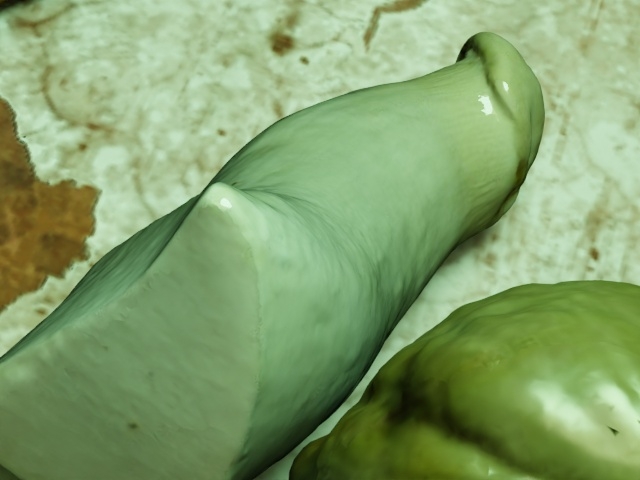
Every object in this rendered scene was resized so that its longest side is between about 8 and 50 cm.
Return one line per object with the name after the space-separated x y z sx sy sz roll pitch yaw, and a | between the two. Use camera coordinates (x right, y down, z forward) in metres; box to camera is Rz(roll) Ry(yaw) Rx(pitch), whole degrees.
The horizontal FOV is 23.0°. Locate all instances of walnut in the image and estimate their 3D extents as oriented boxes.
0.112 0.132 0.649 0.283 0.283 0.227 21 73 5 | walnut

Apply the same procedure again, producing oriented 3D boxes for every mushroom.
0.000 0.000 0.761 0.126 0.177 0.397 48 29 1 | mushroom

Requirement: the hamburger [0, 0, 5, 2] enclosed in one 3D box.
-0.238 -0.258 0.893 0.260 0.211 0.245 21 62 -1 | hamburger

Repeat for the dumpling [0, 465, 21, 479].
-0.133 0.148 0.713 0.169 0.100 0.134 -14 89 -52 | dumpling
